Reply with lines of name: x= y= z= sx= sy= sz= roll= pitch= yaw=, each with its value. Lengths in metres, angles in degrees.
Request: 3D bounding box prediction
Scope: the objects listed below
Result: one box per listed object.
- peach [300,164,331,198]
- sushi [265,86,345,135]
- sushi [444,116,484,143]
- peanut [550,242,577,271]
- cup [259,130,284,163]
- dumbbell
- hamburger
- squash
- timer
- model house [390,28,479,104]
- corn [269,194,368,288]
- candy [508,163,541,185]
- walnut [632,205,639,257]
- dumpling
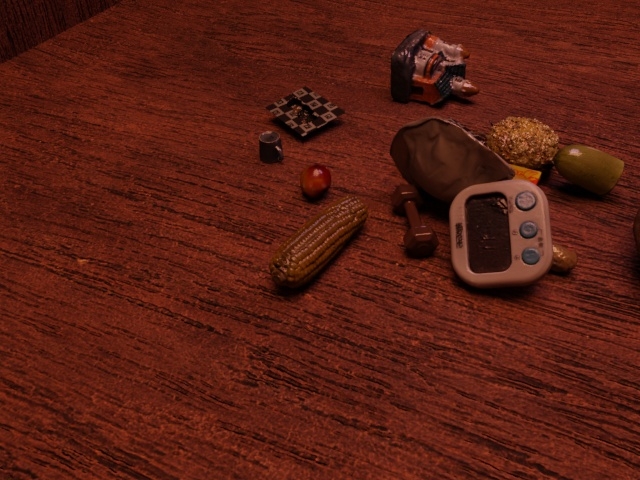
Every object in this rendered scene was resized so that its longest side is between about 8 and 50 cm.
peach: x=-0.015 y=-0.174 z=1.687 sx=0.100 sy=0.101 sz=0.101 roll=-2 pitch=43 yaw=1
sushi: x=-0.053 y=-0.434 z=1.989 sx=0.192 sy=0.051 sz=0.215 roll=-34 pitch=56 yaw=-24
sushi: x=0.440 y=-0.339 z=1.875 sx=0.139 sy=0.031 sz=0.201 roll=-16 pitch=45 yaw=-28
peanut: x=0.556 y=0.041 z=1.441 sx=0.174 sy=0.080 sz=0.080 roll=11 pitch=45 yaw=10
cup: x=-0.152 y=-0.295 z=1.828 sx=0.078 sy=0.077 sz=0.100 roll=-34 pitch=52 yaw=-29
dumbbell: x=0.254 y=-0.056 z=1.551 sx=0.092 sy=0.082 sz=0.231 roll=-7 pitch=43 yaw=-2
hamburger: x=0.602 y=-0.290 z=1.737 sx=0.261 sy=0.139 sz=0.243 roll=22 pitch=49 yaw=23
squash: x=0.748 y=-0.209 z=1.628 sx=0.186 sy=0.123 sz=0.123 roll=21 pitch=45 yaw=-4
timer: x=0.441 y=-0.015 z=1.404 sx=0.236 sy=0.087 sz=0.262 roll=-6 pitch=74 yaw=26
model house: x=0.434 y=-0.609 z=2.046 sx=0.300 sy=0.190 sz=0.271 roll=24 pitch=48 yaw=24
corn: x=0.000 y=0.000 z=1.484 sx=0.120 sy=0.121 sz=0.363 roll=27 pitch=47 yaw=28
candy: x=0.502 y=-0.102 z=1.582 sx=0.146 sy=0.088 sz=0.276 roll=18 pitch=47 yaw=20
walnut: x=0.932 y=-0.044 z=1.332 sx=0.380 sy=0.382 sz=0.382 roll=-2 pitch=43 yaw=1
dumpling: x=0.332 y=-0.219 z=1.530 sx=0.181 sy=0.260 sz=0.341 roll=-45 pitch=25 yaw=1
